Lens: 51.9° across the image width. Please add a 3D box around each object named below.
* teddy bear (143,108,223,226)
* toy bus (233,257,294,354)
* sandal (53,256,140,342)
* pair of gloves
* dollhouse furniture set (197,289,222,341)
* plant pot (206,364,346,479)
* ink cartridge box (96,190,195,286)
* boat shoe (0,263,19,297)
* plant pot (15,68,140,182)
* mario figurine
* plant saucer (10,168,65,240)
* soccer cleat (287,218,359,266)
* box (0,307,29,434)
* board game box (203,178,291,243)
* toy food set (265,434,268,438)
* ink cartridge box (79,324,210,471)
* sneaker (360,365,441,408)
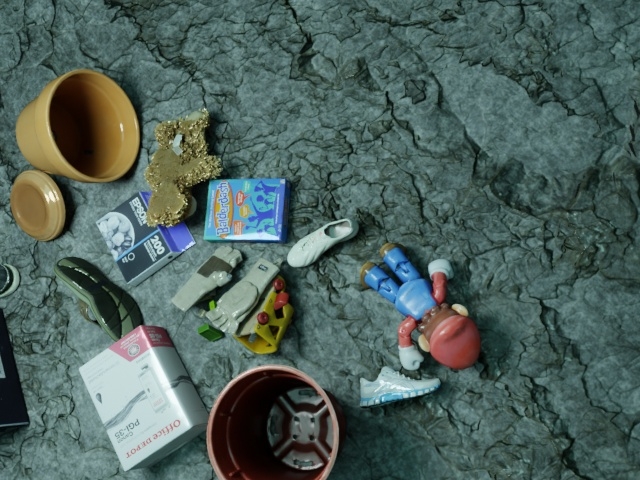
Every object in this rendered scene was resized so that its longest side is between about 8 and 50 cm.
[{"bbox_3d":[-0.358,-0.186,1.696,0.245,0.113,0.338,-23,59,13],"label":"teddy bear"},{"bbox_3d":[-0.117,0.172,1.561,0.202,0.191,0.104,-44,114,4],"label":"toy bus"},{"bbox_3d":[-0.579,0.159,1.707,0.302,0.120,0.086,41,119,21],"label":"sandal"},{"bbox_3d":[-0.229,0.113,1.586,0.240,0.042,0.204,17,60,39],"label":"pair of gloves"},{"bbox_3d":[-0.282,0.172,1.652,0.076,0.058,0.152,-28,53,15],"label":"dollhouse furniture set"},{"bbox_3d":[-0.065,0.410,1.410,0.272,0.265,0.273,-3,76,14],"label":"plant pot"},{"bbox_3d":[-0.462,-0.021,1.732,0.208,0.045,0.206,-34,72,6],"label":"ink cartridge box"},{"bbox_3d":[-1.008,0.147,1.816,0.340,0.113,0.127,-16,75,12],"label":"boat shoe"},{"bbox_3d":[-0.656,-0.287,1.731,0.203,0.291,0.291,-4,77,31],"label":"plant pot"},{"bbox_3d":[0.233,0.161,1.479,0.320,0.170,0.198,50,131,29],"label":"mario figurine"},{"bbox_3d":[-0.780,-0.093,1.794,0.199,0.037,0.200,8,108,26],"label":"plant saucer"},{"bbox_3d":[0.000,0.000,1.578,0.196,0.076,0.068,-29,73,9],"label":"soccer cleat"},{"bbox_3d":[-0.987,0.384,1.728,0.312,0.179,0.343,-26,73,11],"label":"box"},{"bbox_3d":[-0.185,-0.074,1.661,0.210,0.047,0.160,0,79,17],"label":"board game box"},{"bbox_3d":[-0.189,0.447,1.572,0.078,0.019,0.122,-45,80,1],"label":"toy food set"},{"bbox_3d":[-0.425,0.380,1.600,0.207,0.117,0.283,-35,72,7],"label":"ink cartridge box"},{"bbox_3d":[0.173,0.319,1.470,0.190,0.071,0.083,-14,70,13],"label":"sneaker"}]
